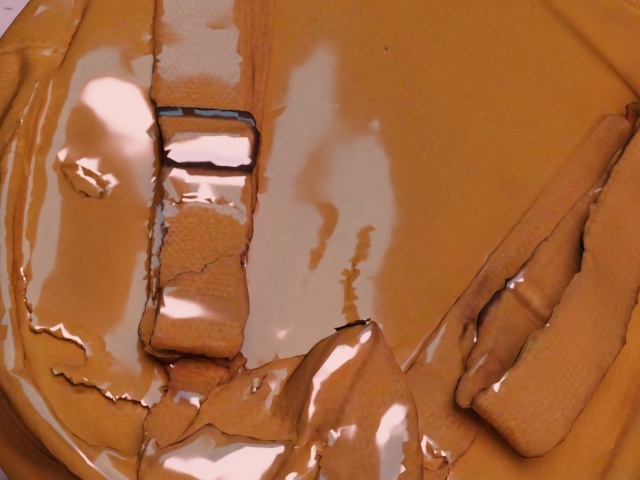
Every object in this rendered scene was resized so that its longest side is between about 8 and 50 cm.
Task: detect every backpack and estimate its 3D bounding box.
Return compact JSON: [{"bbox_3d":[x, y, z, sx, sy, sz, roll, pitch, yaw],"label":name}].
[{"bbox_3d":[0.000,-0.005,0.608,0.353,0.201,0.378,25,51,4],"label":"backpack"}]
